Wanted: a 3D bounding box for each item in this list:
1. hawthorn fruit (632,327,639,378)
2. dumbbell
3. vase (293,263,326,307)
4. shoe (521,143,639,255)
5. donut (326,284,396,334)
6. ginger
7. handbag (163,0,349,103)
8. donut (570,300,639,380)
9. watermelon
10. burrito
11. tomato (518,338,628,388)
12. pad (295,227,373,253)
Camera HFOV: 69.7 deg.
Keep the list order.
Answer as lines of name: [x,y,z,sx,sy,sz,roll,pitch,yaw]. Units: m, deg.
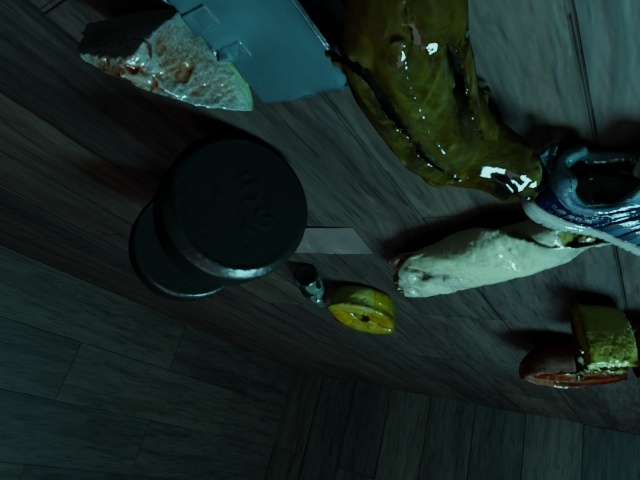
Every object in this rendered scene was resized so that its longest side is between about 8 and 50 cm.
hawthorn fruit: [0.641,0.205,0.806,0.172,0.148,0.148,-30,136,27]
dumbbell: [-0.179,-0.017,0.729,0.204,0.203,0.322,25,157,-23]
vase: [-0.017,0.124,1.143,0.060,0.059,0.211,9,156,15]
shoe: [0.320,-0.045,0.471,0.208,0.091,0.106,15,164,11]
donut: [0.107,0.168,1.155,0.174,0.074,0.190,-3,148,40]
ginger: [0.099,-0.131,0.399,0.133,0.107,0.309,-25,142,15]
handbag: [-0.071,-0.211,0.393,0.144,0.057,0.221,2,155,40]
donut: [0.512,0.182,0.836,0.085,0.141,0.217,-6,162,23]
watermelon: [-0.148,-0.184,0.472,0.180,0.094,0.081,8,159,-24]
burrito: [0.238,0.027,0.728,0.117,0.076,0.392,32,151,-21]
tomato: [0.589,0.289,1.092,0.228,0.101,0.228,6,158,2]
pad: [0.000,0.000,0.911,0.188,0.006,0.113,0,152,30]
